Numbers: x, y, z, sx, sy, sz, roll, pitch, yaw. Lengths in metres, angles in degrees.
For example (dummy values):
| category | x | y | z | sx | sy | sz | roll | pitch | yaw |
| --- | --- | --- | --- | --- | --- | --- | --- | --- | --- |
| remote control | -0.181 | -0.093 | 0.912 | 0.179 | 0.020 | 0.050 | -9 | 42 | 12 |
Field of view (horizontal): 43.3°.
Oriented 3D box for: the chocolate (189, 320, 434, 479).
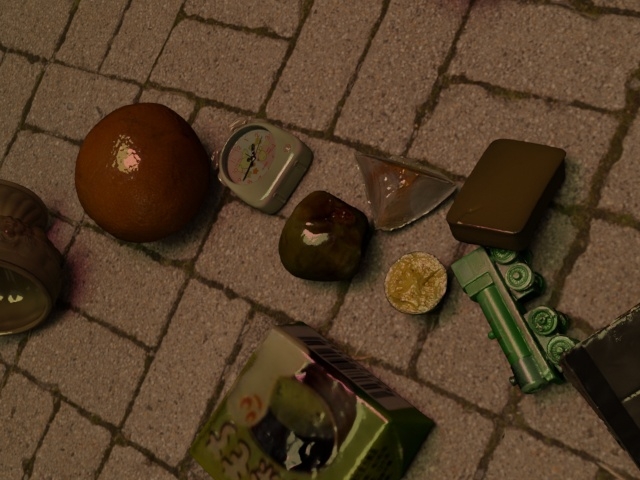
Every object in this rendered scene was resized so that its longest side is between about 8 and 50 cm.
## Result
| category | x | y | z | sx | sy | sz | roll | pitch | yaw |
| --- | --- | --- | --- | --- | --- | --- | --- | --- | --- |
| chocolate | -0.028 | 0.313 | 1.263 | 0.301 | 0.137 | 0.289 | 34 | 92 | 33 |

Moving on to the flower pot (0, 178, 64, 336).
| category | x | y | z | sx | sy | sz | roll | pitch | yaw |
| --- | --- | --- | --- | --- | --- | --- | --- | --- | --- |
| flower pot | -0.675 | 0.023 | 1.635 | 0.307 | 0.307 | 0.244 | -24 | 50 | 20 |

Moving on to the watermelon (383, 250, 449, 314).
| category | x | y | z | sx | sy | sz | roll | pitch | yaw |
| --- | --- | --- | --- | --- | --- | --- | --- | --- | --- |
| watermelon | 0.157 | 0.074 | 1.285 | 0.105 | 0.062 | 0.105 | -8 | 67 | 19 |

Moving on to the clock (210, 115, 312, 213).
| category | x | y | z | sx | sy | sz | roll | pitch | yaw |
| --- | --- | --- | --- | --- | --- | --- | --- | --- | --- |
| clock | -0.120 | -0.151 | 1.512 | 0.191 | 0.062 | 0.151 | 35 | 93 | 33 |

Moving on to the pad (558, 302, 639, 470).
| category | x | y | z | sx | sy | sz | roll | pitch | yaw |
| --- | --- | --- | --- | --- | --- | --- | --- | --- | --- |
| pad | 0.453 | 0.203 | 1.065 | 0.174 | 0.022 | 0.233 | -38 | 81 | 11 |

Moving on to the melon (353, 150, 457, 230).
| category | x | y | z | sx | sy | sz | roll | pitch | yaw |
| --- | --- | --- | --- | --- | --- | --- | --- | --- | --- |
| melon | 0.117 | -0.083 | 1.346 | 0.202 | 0.093 | 0.139 | 24 | 94 | 37 |

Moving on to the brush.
| category | x | y | z | sx | sy | sz | roll | pitch | yaw |
| --- | --- | --- | --- | --- | --- | --- | --- | --- | --- |
| brush | 0.285 | -0.070 | 1.221 | 0.123 | 0.059 | 0.197 | 13 | 52 | 34 |

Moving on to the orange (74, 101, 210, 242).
| category | x | y | z | sx | sy | sz | roll | pitch | yaw |
| --- | --- | --- | --- | --- | --- | --- | --- | --- | --- |
| orange | -0.337 | -0.124 | 1.523 | 0.264 | 0.264 | 0.264 | -9 | 70 | 26 |

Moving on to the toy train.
| category | x | y | z | sx | sy | sz | roll | pitch | yaw |
| --- | --- | --- | --- | --- | --- | --- | --- | --- | --- |
| toy train | 0.293 | 0.108 | 1.194 | 0.119 | 0.085 | 0.251 | -34 | 59 | 21 |

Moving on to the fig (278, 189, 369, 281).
| category | x | y | z | sx | sy | sz | roll | pitch | yaw |
| --- | --- | --- | --- | --- | --- | --- | --- | --- | --- |
| fig | 0.000 | 0.000 | 1.360 | 0.165 | 0.144 | 0.154 | -30 | 98 | 26 |
